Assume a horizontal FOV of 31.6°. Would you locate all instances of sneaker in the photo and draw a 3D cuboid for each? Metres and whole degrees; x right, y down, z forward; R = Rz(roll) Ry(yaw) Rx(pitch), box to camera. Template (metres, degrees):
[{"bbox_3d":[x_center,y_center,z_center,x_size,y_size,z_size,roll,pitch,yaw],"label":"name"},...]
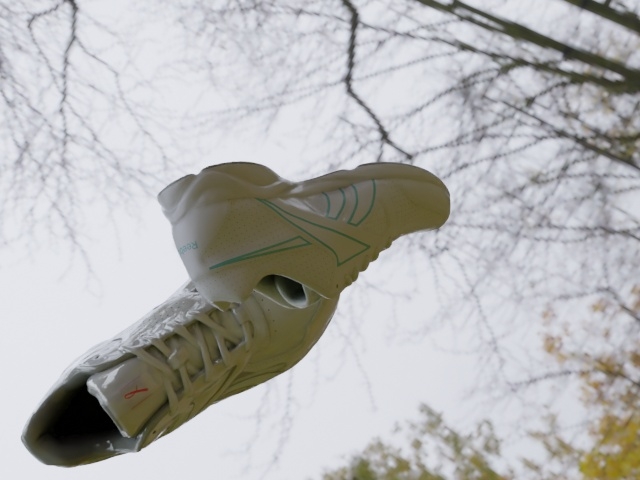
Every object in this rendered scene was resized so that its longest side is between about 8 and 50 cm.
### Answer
[{"bbox_3d":[-0.084,0.076,0.683,0.232,0.090,0.115,-38,1,17],"label":"sneaker"},{"bbox_3d":[0.000,0.000,0.501,0.152,0.061,0.054,-5,-18,-38],"label":"sneaker"}]
